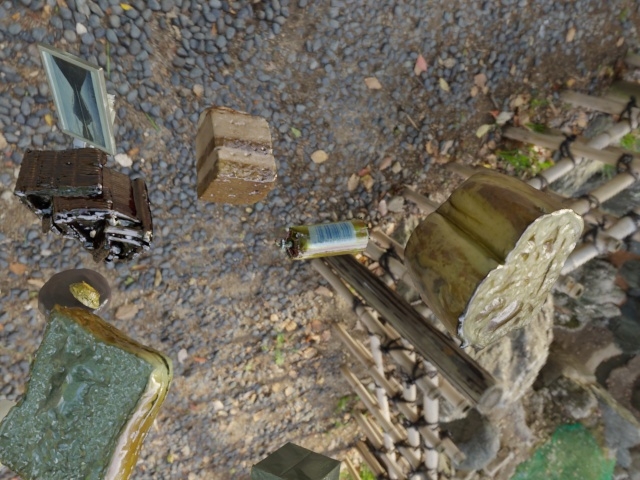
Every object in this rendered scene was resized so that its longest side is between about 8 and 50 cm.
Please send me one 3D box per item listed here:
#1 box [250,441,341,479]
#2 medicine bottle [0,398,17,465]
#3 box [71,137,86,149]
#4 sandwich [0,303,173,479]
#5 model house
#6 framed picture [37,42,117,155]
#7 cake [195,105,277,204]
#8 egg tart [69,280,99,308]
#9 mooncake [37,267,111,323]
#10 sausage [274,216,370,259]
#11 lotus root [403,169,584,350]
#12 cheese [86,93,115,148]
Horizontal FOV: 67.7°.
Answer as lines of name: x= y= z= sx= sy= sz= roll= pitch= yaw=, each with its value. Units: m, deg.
box: x=-0.064 y=0.591 z=1.031 sx=0.149 sy=0.155 sz=0.231 roll=2 pitch=94 yaw=-62
medicine bottle: x=-0.787 y=0.489 z=1.100 sx=0.124 sy=0.324 sz=0.179 roll=24 pitch=80 yaw=-14
box: x=-0.823 y=-0.265 z=1.629 sx=0.047 sy=0.180 sz=0.325 roll=7 pitch=130 yaw=-25
sandwich: x=-0.435 y=0.306 z=0.875 sx=0.301 sy=0.271 sz=0.099 roll=-67 pitch=160 yaw=-6
model house: x=-0.622 y=-0.073 z=1.196 sx=0.297 sy=0.317 sz=0.282 roll=-39 pitch=139 yaw=23
framed picture: x=-0.498 y=-0.286 z=0.987 sx=0.015 sy=0.150 sz=0.203 roll=-54 pitch=165 yaw=-42
cake: x=-0.266 y=-0.270 z=1.444 sx=0.198 sy=0.293 sz=0.196 roll=0 pitch=160 yaw=-30
egg tart: x=-0.821 y=0.187 z=1.671 sx=0.052 sy=0.130 sz=0.130 roll=-48 pitch=129 yaw=-10
mooncake: x=-0.913 y=0.221 z=1.776 sx=0.245 sy=0.245 sz=0.133 roll=1 pitch=139 yaw=-29
sausage: x=0.000 y=0.001 z=1.611 sx=0.317 sy=0.117 sz=0.125 roll=-7 pitch=129 yaw=-17
lotus root: x=0.292 y=0.016 z=0.882 sx=0.316 sy=0.250 sz=0.316 roll=-29 pitch=144 yaw=-24
cheese: x=-0.688 y=-0.331 z=1.446 sx=0.071 sy=0.163 sz=0.249 roll=17 pitch=102 yaw=-38
